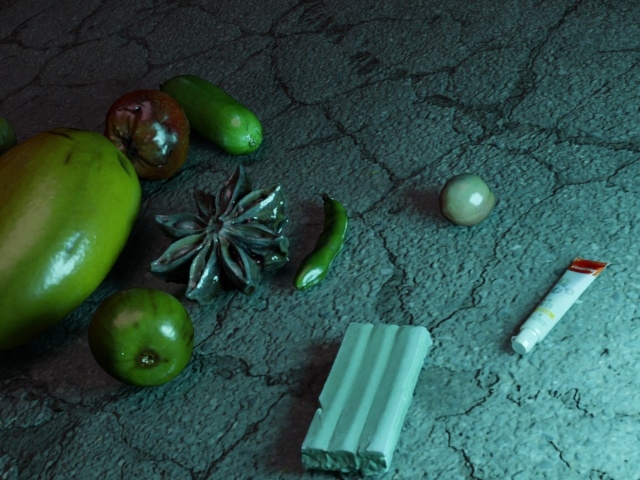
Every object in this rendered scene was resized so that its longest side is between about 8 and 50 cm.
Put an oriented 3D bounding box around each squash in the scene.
[{"bbox_3d":[-0.216,-0.246,2.156,0.101,0.101,0.379,-32,34,-15],"label":"squash"}]

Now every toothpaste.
[{"bbox_3d":[0.304,0.079,1.478,0.048,0.031,0.190,10,42,43],"label":"toothpaste"}]

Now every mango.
[{"bbox_3d":[-0.462,-0.005,1.848,0.301,0.220,0.445,3,44,28],"label":"mango"}]

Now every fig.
[{"bbox_3d":[-0.246,0.122,1.623,0.142,0.148,0.186,-11,36,7],"label":"fig"}]

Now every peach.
[{"bbox_3d":[0.212,-0.058,1.677,0.083,0.083,0.083,-15,34,10],"label":"peach"}]

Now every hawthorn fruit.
[{"bbox_3d":[-0.305,-0.188,2.075,0.173,0.179,0.173,-4,78,21],"label":"hawthorn fruit"}]

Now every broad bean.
[{"bbox_3d":[0.005,-0.001,1.745,0.069,0.039,0.227,-4,36,13],"label":"broad bean"}]

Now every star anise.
[{"bbox_3d":[-0.140,0.002,1.763,0.223,0.109,0.236,-17,50,21],"label":"star anise"}]

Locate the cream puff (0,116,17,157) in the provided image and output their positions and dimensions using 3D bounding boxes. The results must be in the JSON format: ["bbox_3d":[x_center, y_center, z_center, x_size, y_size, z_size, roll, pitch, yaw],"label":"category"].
[{"bbox_3d":[-0.781,-0.217,2.290,0.291,0.257,0.324,-7,36,14],"label":"cream puff"}]

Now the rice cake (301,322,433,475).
[{"bbox_3d":[0.056,0.192,1.441,0.127,0.043,0.237,-2,38,26],"label":"rice cake"}]
